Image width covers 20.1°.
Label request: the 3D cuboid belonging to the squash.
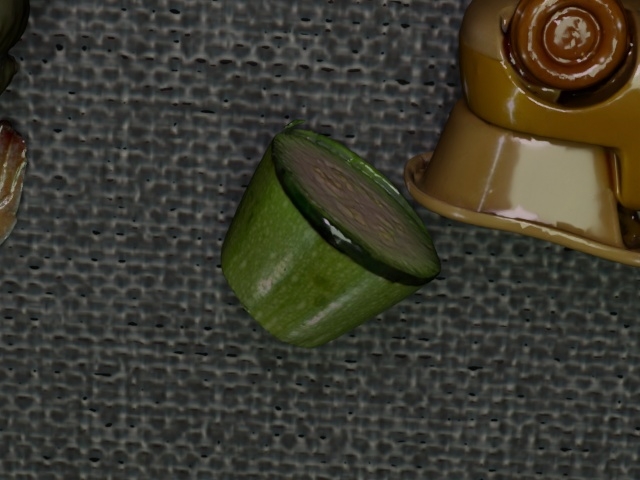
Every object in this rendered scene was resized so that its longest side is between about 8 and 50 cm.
[{"bbox_3d":[0.000,0.000,1.424,0.170,0.170,0.123,40,118,-11],"label":"squash"}]

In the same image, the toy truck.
[{"bbox_3d":[0.218,-0.109,1.362,0.288,0.204,0.211,8,109,-3],"label":"toy truck"}]

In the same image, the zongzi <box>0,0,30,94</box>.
[{"bbox_3d":[-0.366,-0.285,1.304,0.356,0.174,0.392,13,101,14],"label":"zongzi"}]

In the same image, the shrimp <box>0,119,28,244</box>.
[{"bbox_3d":[-0.304,-0.083,1.453,0.144,0.052,0.251,10,114,-14],"label":"shrimp"}]
